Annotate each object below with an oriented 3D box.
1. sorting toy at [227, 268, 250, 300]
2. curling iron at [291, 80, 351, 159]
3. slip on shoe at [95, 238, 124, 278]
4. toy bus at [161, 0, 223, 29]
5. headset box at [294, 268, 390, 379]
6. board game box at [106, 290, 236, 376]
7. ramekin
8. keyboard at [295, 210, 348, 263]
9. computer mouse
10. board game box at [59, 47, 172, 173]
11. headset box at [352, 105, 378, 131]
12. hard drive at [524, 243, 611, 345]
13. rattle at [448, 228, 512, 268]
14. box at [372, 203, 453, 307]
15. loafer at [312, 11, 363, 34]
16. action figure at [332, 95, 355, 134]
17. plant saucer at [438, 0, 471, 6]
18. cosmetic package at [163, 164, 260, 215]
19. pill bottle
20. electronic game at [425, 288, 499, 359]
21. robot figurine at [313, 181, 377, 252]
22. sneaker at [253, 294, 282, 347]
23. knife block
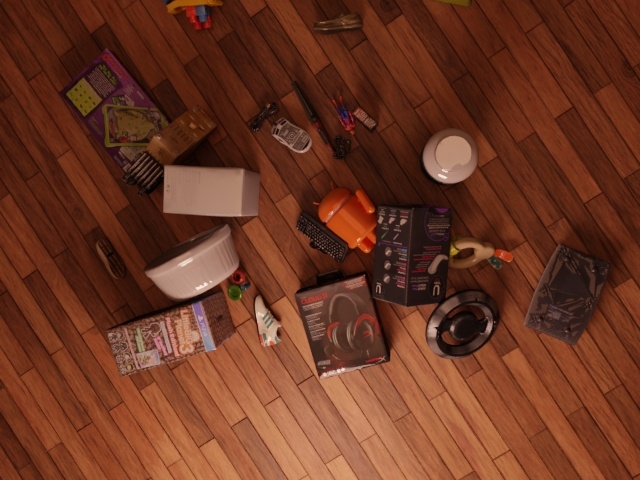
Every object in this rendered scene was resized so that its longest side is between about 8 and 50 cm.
[{"bbox_3d":[-0.243,0.133,1.895,0.061,0.042,0.102,18,107,20],"label":"sorting toy"},{"bbox_3d":[-0.001,-0.355,1.840,0.068,0.035,0.274,-37,89,3],"label":"curling iron"},{"bbox_3d":[-0.656,0.061,1.933,0.041,0.051,0.135,-24,101,46],"label":"slip on shoe"},{"bbox_3d":[-0.394,-0.725,1.822,0.220,0.149,0.211,-1,109,8],"label":"toy bus"},{"bbox_3d":[0.062,0.231,1.826,0.218,0.110,0.293,-15,91,7],"label":"headset box"},{"bbox_3d":[-0.427,0.267,1.821,0.291,0.232,0.141,-17,91,6],"label":"board game box"},{"bbox_3d":[-0.357,0.068,1.795,0.273,0.273,0.127,-27,102,7],"label":"ramekin"},{"bbox_3d":[0.000,0.000,1.831,0.180,0.108,0.023,39,52,18],"label":"keyboard"},{"bbox_3d":[-0.108,-0.323,1.852,0.193,0.042,0.106,37,92,9],"label":"computer mouse"},{"bbox_3d":[-0.607,-0.383,1.900,0.208,0.056,0.347,-39,89,11],"label":"board game box"},{"bbox_3d":[0.127,-0.354,1.812,0.083,0.062,0.032,41,96,2],"label":"headset box"},{"bbox_3d":[0.699,0.152,1.781,0.172,0.054,0.254,22,95,4],"label":"hard drive"},{"bbox_3d":[0.440,0.008,1.815,0.200,0.143,0.130,-5,125,-8],"label":"rattle"},{"bbox_3d":[0.255,0.036,1.740,0.165,0.143,0.270,-1,97,-37],"label":"box"},{"bbox_3d":[0.050,-0.632,1.812,0.148,0.056,0.050,-6,92,-3],"label":"loafer"},{"bbox_3d":[0.073,-0.365,1.836,0.038,0.030,0.115,-26,92,2],"label":"action figure"},{"bbox_3d":[0.358,-0.780,1.773,0.188,0.045,0.188,13,94,5],"label":"plant saucer"},{"bbox_3d":[-0.305,-0.139,1.789,0.225,0.224,0.138,2,93,7],"label":"cosmetic package"},{"bbox_3d":[0.348,-0.226,1.693,0.146,0.264,0.146,0,93,6],"label":"pill bottle"},{"bbox_3d":[0.405,0.241,1.778,0.229,0.048,0.229,-8,118,-15],"label":"electronic game"},{"bbox_3d":[0.085,-0.066,1.800,0.219,0.158,0.128,43,70,3],"label":"robot figurine"},{"bbox_3d":[-0.158,0.239,1.886,0.075,0.057,0.161,-10,91,-10],"label":"sneaker"},{"bbox_3d":[-0.452,-0.252,1.842,0.088,0.242,0.275,45,52,-7],"label":"knife block"}]
